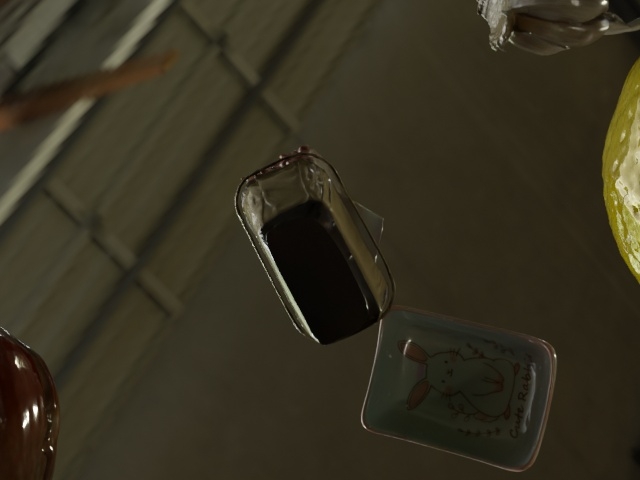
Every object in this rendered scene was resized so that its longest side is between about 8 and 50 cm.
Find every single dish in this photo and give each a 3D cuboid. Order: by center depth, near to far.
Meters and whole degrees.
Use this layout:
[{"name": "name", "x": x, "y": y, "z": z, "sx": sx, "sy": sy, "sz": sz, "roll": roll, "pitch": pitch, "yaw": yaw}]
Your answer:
[{"name": "dish", "x": 0.165, "y": 0.166, "z": 1.951, "sx": 0.212, "sy": 0.077, "sz": 0.151, "roll": 13, "pitch": -86, "yaw": 23}]

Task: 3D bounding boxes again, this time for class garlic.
[{"name": "garlic", "x": 0.278, "y": -0.257, "z": 1.864, "sx": 0.131, "sy": 0.194, "sz": 0.127, "roll": -100, "pitch": -154, "yaw": -57}]

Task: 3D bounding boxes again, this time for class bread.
[{"name": "bread", "x": 0.000, "y": 0.000, "z": 1.929, "sx": 0.142, "sy": 0.224, "sz": 0.212, "roll": -25, "pitch": -161, "yaw": 8}]

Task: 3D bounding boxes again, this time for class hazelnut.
[{"name": "hazelnut", "x": -0.298, "y": 0.161, "z": 1.451, "sx": 0.181, "sy": 0.181, "sz": 0.212, "roll": -56, "pitch": 169, "yaw": -2}]

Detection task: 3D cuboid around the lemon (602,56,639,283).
[{"name": "lemon", "x": 0.385, "y": -0.044, "z": 1.341, "sx": 0.336, "sy": 0.336, "sz": 0.336, "roll": -33, "pitch": -154, "yaw": 19}]
